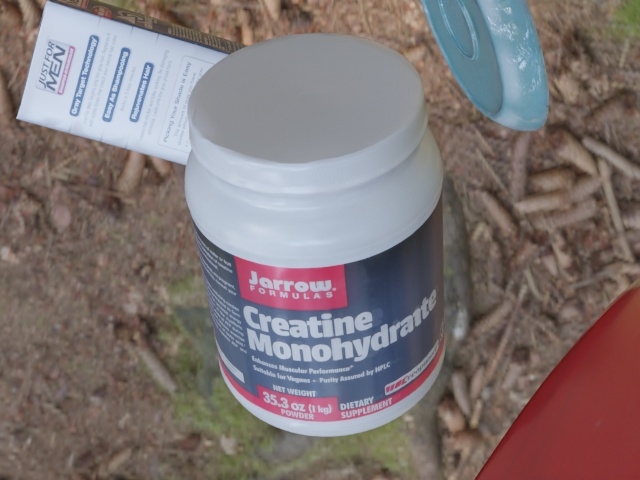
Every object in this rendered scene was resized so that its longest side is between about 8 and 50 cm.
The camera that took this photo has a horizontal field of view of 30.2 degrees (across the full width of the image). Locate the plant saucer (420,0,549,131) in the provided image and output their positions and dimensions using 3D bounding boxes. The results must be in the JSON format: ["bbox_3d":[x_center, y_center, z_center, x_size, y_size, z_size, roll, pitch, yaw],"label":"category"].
[{"bbox_3d":[0.177,-0.267,1.408,0.044,0.317,0.317,-25,124,-5],"label":"plant saucer"}]

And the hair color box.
[{"bbox_3d":[-0.225,-0.213,1.645,0.347,0.105,0.173,15,109,-14],"label":"hair color box"}]

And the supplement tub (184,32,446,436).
[{"bbox_3d":[0.000,0.000,0.915,0.191,0.191,0.272,-5,131,2],"label":"supplement tub"}]

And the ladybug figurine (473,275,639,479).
[{"bbox_3d":[0.106,0.166,0.359,0.162,0.305,0.449,32,80,-7],"label":"ladybug figurine"}]
